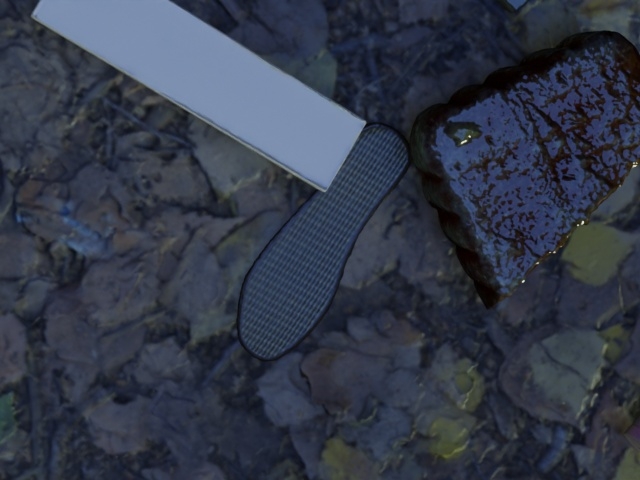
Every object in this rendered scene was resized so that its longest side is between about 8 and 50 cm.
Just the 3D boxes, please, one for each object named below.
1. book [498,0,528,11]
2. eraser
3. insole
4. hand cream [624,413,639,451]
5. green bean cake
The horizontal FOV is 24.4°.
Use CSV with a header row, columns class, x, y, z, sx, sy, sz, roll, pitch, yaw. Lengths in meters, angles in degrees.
class,x,y,z,sx,sy,sz,roll,pitch,yaw
book,0.208,-0.380,1.365,0.215,0.025,0.283,43,90,-12
eraser,-0.107,-0.151,1.309,0.298,0.078,0.076,30,92,-13
insole,0.000,0.000,1.390,0.086,0.005,0.253,32,91,-14
hand cream,0.427,0.096,1.456,0.111,0.070,0.312,41,85,-11
green bean cake,0.209,-0.073,1.372,0.232,0.097,0.198,-31,101,-5
